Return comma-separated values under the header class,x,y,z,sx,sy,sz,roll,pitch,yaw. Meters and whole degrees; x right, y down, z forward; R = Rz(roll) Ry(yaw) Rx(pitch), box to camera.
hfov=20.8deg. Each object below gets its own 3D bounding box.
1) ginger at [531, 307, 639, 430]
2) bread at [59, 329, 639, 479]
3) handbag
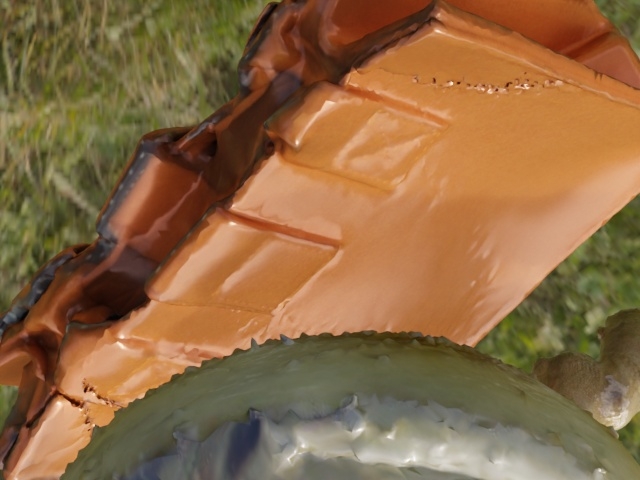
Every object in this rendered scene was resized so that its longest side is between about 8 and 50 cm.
class,x,y,z,sx,sy,sz,roll,pitch,yaw
ginger,0.163,0.132,1.239,0.288,0.089,0.075,-37,157,-33
bread,0.021,0.165,0.778,0.306,0.159,0.305,2,117,4
handbag,0.000,0.000,1.072,0.303,0.116,0.410,13,130,-47
